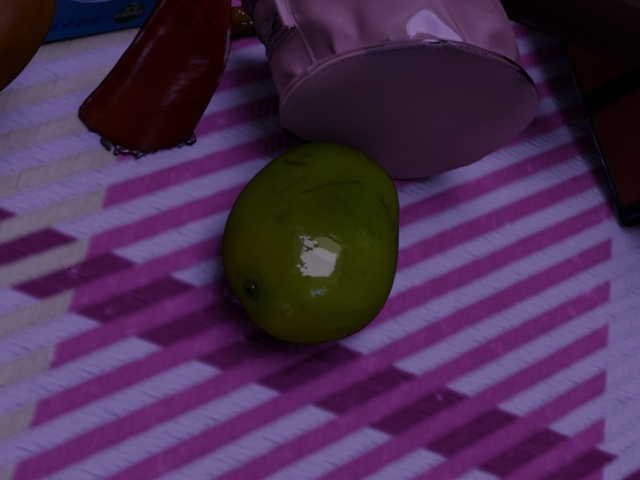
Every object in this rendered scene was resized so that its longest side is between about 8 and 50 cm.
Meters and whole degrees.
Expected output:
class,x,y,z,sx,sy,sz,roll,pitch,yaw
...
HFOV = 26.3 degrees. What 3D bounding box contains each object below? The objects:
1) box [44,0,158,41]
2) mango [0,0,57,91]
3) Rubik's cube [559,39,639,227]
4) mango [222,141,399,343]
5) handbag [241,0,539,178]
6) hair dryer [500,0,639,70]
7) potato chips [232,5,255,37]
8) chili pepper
class,x,y,z,sx,sy,sz,roll,pitch,yaw
box,-0.196,-0.240,0.962,0.139,0.073,0.194,-17,70,-37
mango,-0.308,-0.184,0.794,0.317,0.211,0.173,16,14,-7
Rubik's cube,0.383,-0.198,1.098,0.288,0.283,0.294,-13,83,-34
mango,-0.006,-0.002,0.915,0.117,0.089,0.163,17,41,-9
handbag,0.049,-0.133,0.965,0.205,0.179,0.116,23,52,-47
hair dryer,0.169,-0.326,1.043,0.312,0.341,0.123,25,10,22
potato chips,-0.039,-0.169,1.035,0.204,0.037,0.026,-9,75,-39
chili pepper,-0.094,-0.129,0.887,0.088,0.169,0.065,-19,69,-34
